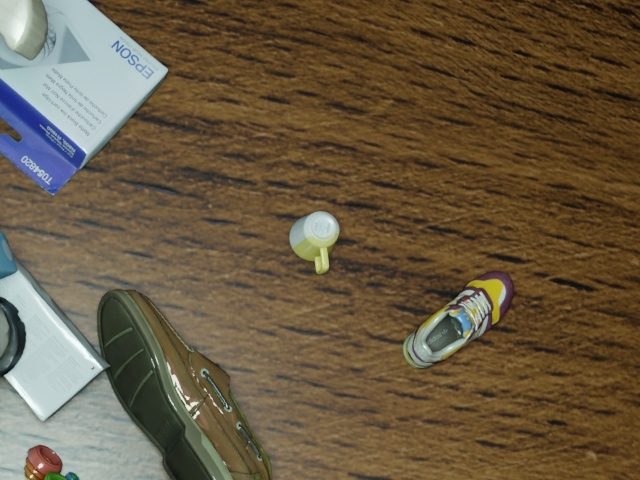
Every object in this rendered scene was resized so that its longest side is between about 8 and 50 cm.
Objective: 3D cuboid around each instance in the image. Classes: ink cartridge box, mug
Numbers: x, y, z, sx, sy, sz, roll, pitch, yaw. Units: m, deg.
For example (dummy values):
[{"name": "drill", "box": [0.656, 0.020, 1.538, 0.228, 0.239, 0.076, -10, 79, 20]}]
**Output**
[{"name": "ink cartridge box", "box": [-0.351, -0.210, 1.571, 0.223, 0.045, 0.224, 40, 72, -2]}, {"name": "mug", "box": [0.001, -0.004, 1.594, 0.062, 0.064, 0.078, -39, 88, -19]}]

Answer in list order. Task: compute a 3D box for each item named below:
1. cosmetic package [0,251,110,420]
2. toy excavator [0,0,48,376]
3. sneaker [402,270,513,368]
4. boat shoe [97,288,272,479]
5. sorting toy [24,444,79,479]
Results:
[{"name": "cosmetic package", "box": [-0.371, 0.095, 1.478, 0.099, 0.060, 0.239, -40, 88, 0]}, {"name": "toy excavator", "box": [-0.457, -0.045, 1.336, 0.432, 0.222, 0.445, -22, 90, 1]}, {"name": "sneaker", "box": [0.193, 0.102, 1.603, 0.185, 0.084, 0.069, -40, 88, -18]}, {"name": "boat shoe", "box": [-0.169, 0.191, 1.499, 0.104, 0.110, 0.307, -18, 75, -43]}, {"name": "sorting toy", "box": [-0.322, 0.291, 1.452, 0.042, 0.061, 0.102, -48, 46, 9]}]
